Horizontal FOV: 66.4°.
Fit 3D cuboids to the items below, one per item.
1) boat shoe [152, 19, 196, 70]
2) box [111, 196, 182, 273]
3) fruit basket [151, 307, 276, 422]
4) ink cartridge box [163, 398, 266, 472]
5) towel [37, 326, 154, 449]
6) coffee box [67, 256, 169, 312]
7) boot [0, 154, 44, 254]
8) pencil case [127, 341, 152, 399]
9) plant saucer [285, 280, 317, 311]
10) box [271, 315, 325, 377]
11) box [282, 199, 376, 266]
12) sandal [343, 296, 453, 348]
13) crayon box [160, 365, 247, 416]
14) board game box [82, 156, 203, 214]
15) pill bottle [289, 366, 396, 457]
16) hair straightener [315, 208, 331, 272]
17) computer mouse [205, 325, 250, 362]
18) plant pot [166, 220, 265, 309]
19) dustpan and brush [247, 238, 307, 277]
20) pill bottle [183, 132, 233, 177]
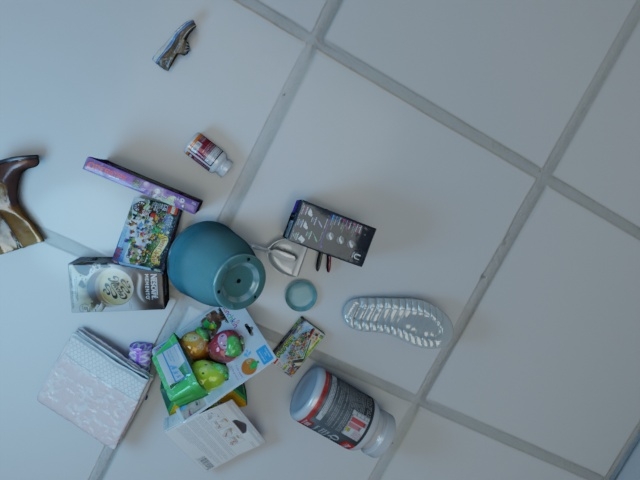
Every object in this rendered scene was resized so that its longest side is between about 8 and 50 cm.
[{"bbox_3d":[-0.455,-0.626,1.575,0.183,0.066,0.066,-43,108,11],"label":"boat shoe"},{"bbox_3d":[-0.565,-0.019,1.607,0.159,0.044,0.233,11,67,-3],"label":"box"},{"bbox_3d":[-0.371,0.374,1.635,0.353,0.327,0.165,-36,142,-5],"label":"fruit basket"},{"bbox_3d":[-0.375,0.690,1.769,0.261,0.066,0.296,-26,125,-2],"label":"ink cartridge box"},{"bbox_3d":[-0.776,0.511,1.682,0.332,0.053,0.317,31,101,4],"label":"towel"},{"bbox_3d":[-0.670,0.144,1.649,0.297,0.119,0.168,-2,99,-8],"label":"coffee box"},{"bbox_3d":[-0.973,-0.116,1.570,0.264,0.096,0.280,-23,103,-4],"label":"boot"},{"bbox_3d":[-0.646,0.462,1.727,0.086,0.088,0.206,8,98,0],"label":"pencil case"},{"bbox_3d":[-0.072,0.202,1.799,0.119,0.021,0.119,-1,101,-8],"label":"plant saucer"},{"bbox_3d":[-0.090,0.397,1.824,0.114,0.036,0.207,38,93,-13],"label":"box"},{"bbox_3d":[0.026,-0.026,1.659,0.270,0.165,0.143,20,91,-10],"label":"box"},{"bbox_3d":[0.292,0.291,1.837,0.416,0.102,0.169,14,83,2],"label":"sandal"},{"bbox_3d":[-0.412,0.533,1.749,0.278,0.081,0.165,-8,126,-7],"label":"crayon box"},{"bbox_3d":[-0.552,-0.174,1.565,0.347,0.208,0.056,23,96,-12],"label":"board game box"},{"bbox_3d":[0.086,0.639,1.805,0.363,0.210,0.210,34,94,-12],"label":"pill bottle"},{"bbox_3d":[0.000,0.000,1.759,0.089,0.047,0.230,4,99,-9],"label":"hair straightener"},{"bbox_3d":[-0.351,0.397,1.789,0.242,0.041,0.071,-40,115,-7],"label":"computer mouse"},{"bbox_3d":[-0.317,0.098,1.573,0.271,0.255,0.272,-14,114,-35],"label":"plant pot"},{"bbox_3d":[-0.159,0.042,1.735,0.211,0.060,0.147,18,102,-4],"label":"dustpan and brush"},{"bbox_3d":[-0.371,-0.282,1.634,0.152,0.086,0.086,38,93,-13],"label":"pill bottle"}]
